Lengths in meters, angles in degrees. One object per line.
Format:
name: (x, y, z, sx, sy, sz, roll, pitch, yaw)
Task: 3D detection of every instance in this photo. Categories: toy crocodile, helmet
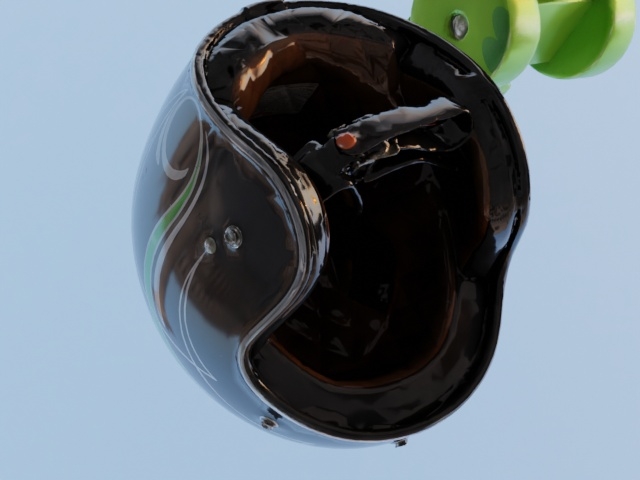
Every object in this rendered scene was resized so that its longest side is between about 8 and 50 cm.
toy crocodile: (0.123, -0.170, 0.810, 0.105, 0.115, 0.340, 53, -50, 22)
helmet: (0.000, 0.000, 0.706, 0.169, 0.161, 0.169, 6, -140, -5)
